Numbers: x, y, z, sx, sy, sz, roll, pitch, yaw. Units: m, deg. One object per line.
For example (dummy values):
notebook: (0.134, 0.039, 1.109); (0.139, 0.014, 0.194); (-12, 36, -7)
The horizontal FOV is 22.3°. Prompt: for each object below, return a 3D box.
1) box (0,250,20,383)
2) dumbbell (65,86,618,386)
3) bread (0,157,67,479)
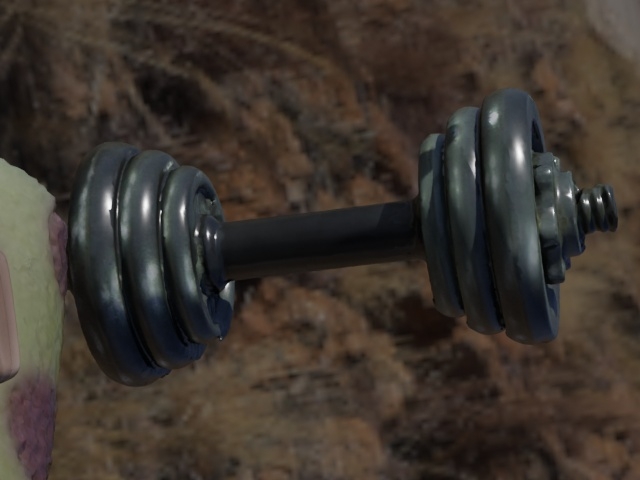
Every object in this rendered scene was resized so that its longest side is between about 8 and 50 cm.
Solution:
box: (-0.158, 0.030, 0.547); (0.025, 0.115, 0.048); (-10, 95, -75)
dumbbell: (0.000, 0.000, 1.121); (0.179, 0.406, 0.179); (-6, 90, -79)
bread: (-0.202, 0.138, 0.695); (0.155, 0.187, 0.338); (24, 47, -23)
